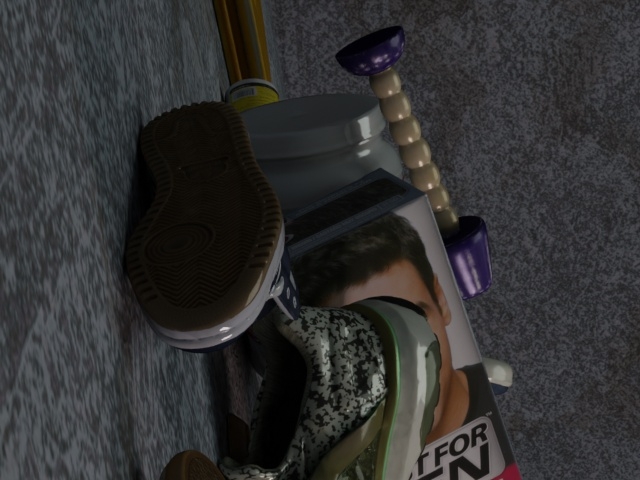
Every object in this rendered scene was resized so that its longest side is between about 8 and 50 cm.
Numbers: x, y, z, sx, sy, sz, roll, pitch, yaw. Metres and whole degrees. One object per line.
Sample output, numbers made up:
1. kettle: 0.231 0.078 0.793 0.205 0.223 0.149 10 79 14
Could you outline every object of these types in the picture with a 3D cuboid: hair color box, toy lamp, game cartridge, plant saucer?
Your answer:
1. hair color box: 0.057 0.142 1.545 0.113 0.185 0.375 36 -31 64
2. toy lamp: 0.097 -0.069 1.561 0.080 0.080 0.275 -92 158 -73
3. game cartridge: -0.114 -0.352 2.088 0.324 0.052 0.285 -100 180 -52
4. plant saucer: -0.068 0.193 1.417 0.083 0.015 0.083 -8 90 -88

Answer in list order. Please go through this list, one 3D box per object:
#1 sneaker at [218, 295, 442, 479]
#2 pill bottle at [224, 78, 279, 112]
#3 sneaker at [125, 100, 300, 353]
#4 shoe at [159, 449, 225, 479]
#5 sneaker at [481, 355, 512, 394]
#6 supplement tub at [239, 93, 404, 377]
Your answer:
1. sneaker: -0.024 0.233 1.333 0.182 0.158 0.410 17 72 -39
2. pill bottle: -0.075 -0.124 1.855 0.065 0.065 0.116 78 5 -59
3. sneaker: -0.064 0.030 1.067 0.282 0.099 0.153 -101 179 -61
4. shoe: -0.068 0.220 0.873 0.076 0.058 0.219 41 32 -55
5. sneaker: 0.077 0.205 1.796 0.350 0.131 0.148 -16 -117 50
6. supplement tub: 0.000 0.000 1.655 0.191 0.191 0.272 -92 173 -73
